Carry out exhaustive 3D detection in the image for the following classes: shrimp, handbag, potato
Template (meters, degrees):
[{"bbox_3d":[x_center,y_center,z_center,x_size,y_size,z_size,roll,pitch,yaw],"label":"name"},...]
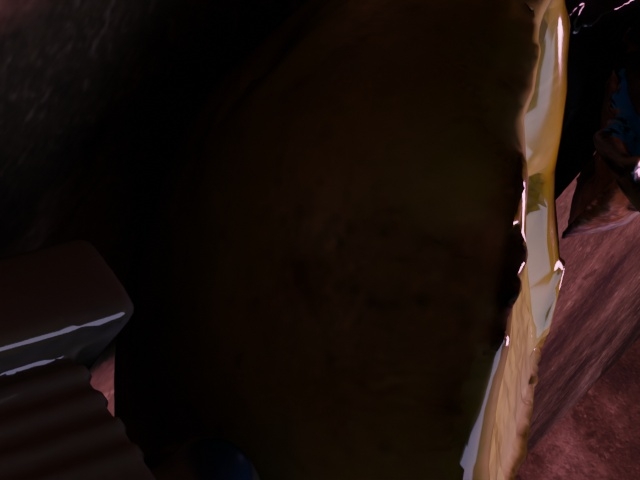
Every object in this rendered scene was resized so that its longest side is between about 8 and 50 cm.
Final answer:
[{"bbox_3d":[0.228,-0.076,1.099,0.221,0.110,0.446,-47,174,14],"label":"shrimp"},{"bbox_3d":[0.174,-0.120,1.128,0.191,0.075,0.332,-45,163,-21],"label":"handbag"},{"bbox_3d":[0.000,0.000,0.757,0.330,0.213,0.280,-65,160,-60],"label":"potato"}]

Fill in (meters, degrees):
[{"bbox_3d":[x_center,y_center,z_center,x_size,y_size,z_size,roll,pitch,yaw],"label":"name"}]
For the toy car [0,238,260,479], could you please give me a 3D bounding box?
[{"bbox_3d":[-0.171,0.176,0.677,0.242,0.226,0.336,-17,164,-33],"label":"toy car"}]
